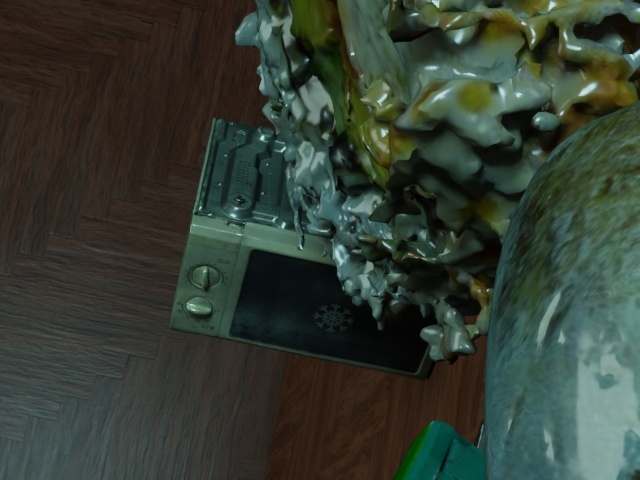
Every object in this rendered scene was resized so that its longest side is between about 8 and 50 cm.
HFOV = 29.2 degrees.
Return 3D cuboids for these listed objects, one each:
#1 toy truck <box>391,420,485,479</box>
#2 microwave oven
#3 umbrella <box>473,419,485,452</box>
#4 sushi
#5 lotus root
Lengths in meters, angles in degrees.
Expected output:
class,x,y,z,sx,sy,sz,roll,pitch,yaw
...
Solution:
class,x,y,z,sx,sy,sz,roll,pitch,yaw
toy truck,0.028,0.215,0.464,0.363,0.176,0.178,-54,-1,-39
microwave oven,0.000,0.000,1.125,0.194,0.240,0.145,-84,8,-47
umbrella,0.107,0.164,0.701,0.066,0.059,0.236,2,-71,-53
sushi,0.068,-0.129,0.694,0.417,0.175,0.418,171,90,-77
lotus root,0.115,0.101,0.370,0.158,0.139,0.322,115,164,-62
